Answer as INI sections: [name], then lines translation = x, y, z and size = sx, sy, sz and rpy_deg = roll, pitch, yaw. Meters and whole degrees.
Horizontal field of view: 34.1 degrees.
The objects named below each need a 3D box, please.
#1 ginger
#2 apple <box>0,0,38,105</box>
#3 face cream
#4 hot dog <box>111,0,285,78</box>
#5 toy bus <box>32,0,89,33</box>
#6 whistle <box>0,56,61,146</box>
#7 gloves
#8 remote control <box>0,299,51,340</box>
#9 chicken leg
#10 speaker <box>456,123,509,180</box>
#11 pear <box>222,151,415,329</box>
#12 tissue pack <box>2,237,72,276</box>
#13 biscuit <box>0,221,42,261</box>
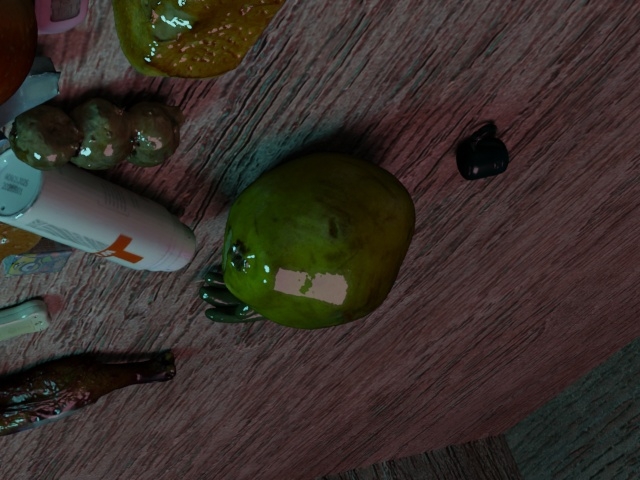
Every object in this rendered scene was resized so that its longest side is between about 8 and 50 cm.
[ginger]
translation = -0.261, -0.121, 1.225
size = 0.204, 0.080, 0.104
rpy_deg = -4, 156, -38
[apple]
translation = -0.349, -0.188, 0.856
size = 0.173, 0.210, 0.235
rpy_deg = -39, 139, 10
[face cream]
translation = -0.284, -0.027, 1.376
size = 0.102, 0.102, 0.345
rpy_deg = -30, 153, 18
[hot dog]
translation = -0.101, -0.272, 0.954
size = 0.150, 0.153, 0.257
rpy_deg = -7, 154, -38
[toy bus]
translation = -0.237, -0.271, 0.914
size = 0.063, 0.090, 0.203
rpy_deg = -21, 156, -27
[whistle]
translation = -0.403, -0.139, 1.078
size = 0.269, 0.093, 0.180
rpy_deg = -19, 151, -19
[gloves]
translation = -0.071, 0.059, 1.718
size = 0.268, 0.135, 0.107
rpy_deg = -25, 114, 5
[remote control]
translation = -0.481, 0.127, 1.616
size = 0.122, 0.032, 0.074
rpy_deg = -16, 155, -13
[chicken leg]
translation = -0.446, 0.272, 1.879
size = 0.407, 0.095, 0.158
rpy_deg = -15, 159, -20
[speaker]
translation = 0.254, -0.144, 1.642
size = 0.075, 0.060, 0.094
rpy_deg = -13, 119, -17
[pear]
translation = 0.000, 0.000, 1.497
size = 0.269, 0.269, 0.321
rpy_deg = -39, 164, 34
[tissue pack]
translation = -0.397, 0.022, 1.464
size = 0.083, 0.035, 0.063
rpy_deg = -4, 151, -33
[biscuit]
translation = -0.498, -0.018, 1.291
size = 0.284, 0.043, 0.306
rpy_deg = -18, 154, -5
